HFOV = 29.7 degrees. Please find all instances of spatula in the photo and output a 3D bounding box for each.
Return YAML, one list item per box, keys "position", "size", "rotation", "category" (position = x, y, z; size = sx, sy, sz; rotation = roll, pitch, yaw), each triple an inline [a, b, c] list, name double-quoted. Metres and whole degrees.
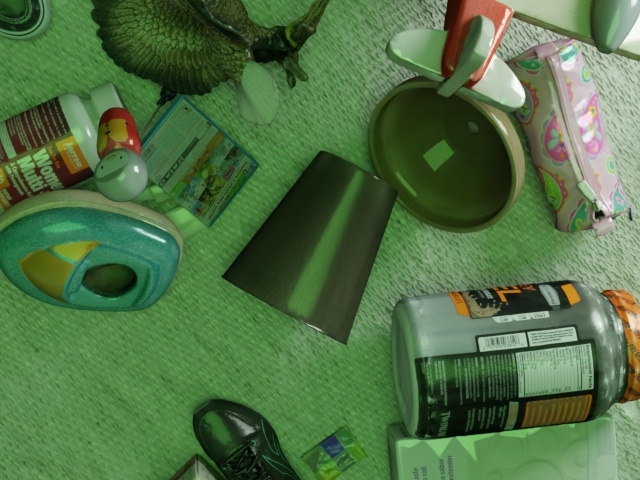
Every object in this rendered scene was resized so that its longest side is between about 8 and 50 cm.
- position: [-0.289, -0.052, 1.738]
  size: [0.242, 0.019, 0.168]
  rotation: [-25, 103, -2]
  category: "spatula"

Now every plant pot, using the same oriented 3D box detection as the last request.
- position: [0.194, -0.138, 1.705]
  size: [0.237, 0.237, 0.110]
  rotation: [54, 49, -8]
  category: "plant pot"

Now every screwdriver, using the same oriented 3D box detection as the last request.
- position: [-0.231, -0.181, 1.674]
  size: [0.025, 0.024, 0.170]
  rotation: [34, 49, -4]
  category: "screwdriver"

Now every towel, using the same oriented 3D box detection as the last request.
- position: [0.020, 0.325, 1.812]
  size: [0.083, 0.009, 0.060]
  rotation: [-35, 98, -1]
  category: "towel"

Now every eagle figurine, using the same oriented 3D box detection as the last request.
- position: [-0.159, -0.304, 1.641]
  size: [0.298, 0.225, 0.226]
  rotation: [15, 103, -19]
  category: "eagle figurine"

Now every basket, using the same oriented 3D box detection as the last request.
- position: [0.000, 0.000, 1.708]
  size: [0.204, 0.154, 0.227]
  rotation: [27, 88, 8]
  category: "basket"

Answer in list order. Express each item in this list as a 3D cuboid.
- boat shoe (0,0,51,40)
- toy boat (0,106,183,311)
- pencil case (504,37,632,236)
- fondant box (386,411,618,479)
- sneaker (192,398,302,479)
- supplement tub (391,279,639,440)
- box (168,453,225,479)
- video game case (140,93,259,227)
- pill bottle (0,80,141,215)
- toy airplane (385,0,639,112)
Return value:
- position: [-0.492, -0.393, 1.634]
  size: [0.108, 0.102, 0.301]
  rotation: [-42, 98, 0]
  category: "boat shoe"
- position: [-0.298, -0.018, 1.599]
  size: [0.267, 0.148, 0.318]
  rotation: [8, 131, -21]
  category: "toy boat"
- position: [0.358, -0.147, 1.743]
  size: [0.124, 0.124, 0.284]
  rotation: [-19, 97, -4]
  category: "pencil case"
- position: [0.274, 0.382, 1.803]
  size: [0.330, 0.096, 0.238]
  rotation: [-6, 97, -4]
  category: "fondant box"
- position: [-0.083, 0.339, 1.756]
  size: [0.101, 0.106, 0.267]
  rotation: [-42, 97, 1]
  category: "sneaker"
- position: [0.280, 0.167, 1.724]
  size: [0.337, 0.207, 0.207]
  rotation: [-5, 97, -6]
  category: "supplement tub"
- position: [-0.209, 0.450, 1.742]
  size: [0.232, 0.127, 0.148]
  rotation: [-44, 99, 0]
  category: "box"
- position: [-0.177, -0.110, 1.700]
  size: [0.119, 0.015, 0.166]
  rotation: [-52, 126, -5]
  category: "video game case"
- position: [-0.368, -0.130, 1.666]
  size: [0.221, 0.121, 0.121]
  rotation: [-25, 98, -3]
  category: "pill bottle"
- position: [0.235, -0.366, 1.555]
  size: [0.386, 0.272, 0.384]
  rotation: [-17, 68, -31]
  category: "toy airplane"
